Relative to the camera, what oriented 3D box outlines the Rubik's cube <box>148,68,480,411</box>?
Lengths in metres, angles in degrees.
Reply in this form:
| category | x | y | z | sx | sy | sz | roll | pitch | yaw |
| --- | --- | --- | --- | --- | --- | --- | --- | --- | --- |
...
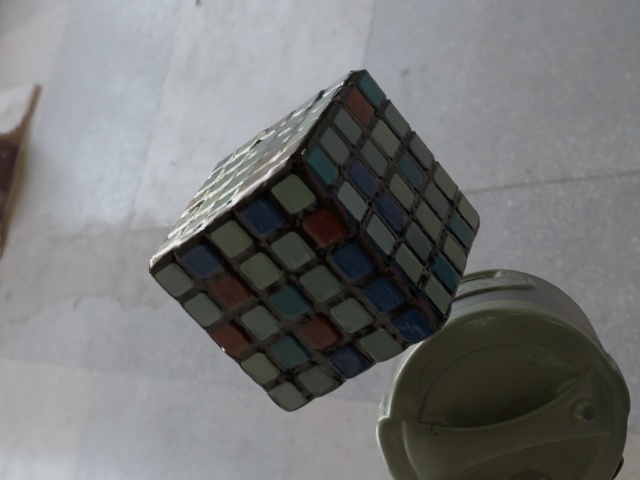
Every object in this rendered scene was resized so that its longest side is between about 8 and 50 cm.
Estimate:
| category | x | y | z | sx | sy | sz | roll | pitch | yaw |
| --- | --- | --- | --- | --- | --- | --- | --- | --- | --- |
| Rubik's cube | 0.000 | 0.000 | 0.907 | 0.182 | 0.184 | 0.187 | -31 | 16 | 31 |

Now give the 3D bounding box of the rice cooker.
| category | x | y | z | sx | sy | sz | roll | pitch | yaw |
| --- | --- | --- | --- | --- | --- | --- | --- | --- | --- |
| rice cooker | 0.212 | 0.184 | 1.294 | 0.288 | 0.288 | 0.277 | -63 | -1 | 14 |
